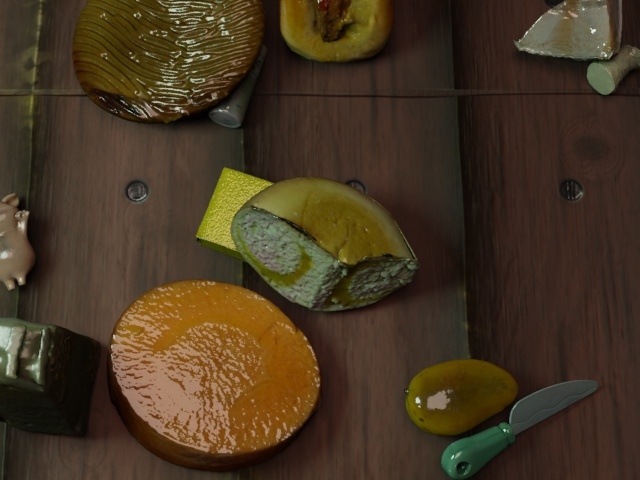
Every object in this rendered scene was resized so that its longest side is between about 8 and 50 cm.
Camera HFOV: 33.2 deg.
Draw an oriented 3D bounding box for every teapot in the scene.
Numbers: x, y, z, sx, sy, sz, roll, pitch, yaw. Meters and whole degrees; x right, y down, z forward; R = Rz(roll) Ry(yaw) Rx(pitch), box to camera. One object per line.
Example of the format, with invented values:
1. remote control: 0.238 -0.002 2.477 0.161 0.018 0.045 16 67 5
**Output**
1. teapot: 0.464 -0.274 1.690 0.083 0.057 0.067 -34 46 -16

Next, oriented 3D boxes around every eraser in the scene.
1. eraser: -0.120 -0.037 1.610 0.097 0.045 0.122 18 74 6

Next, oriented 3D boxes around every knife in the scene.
1. knife: 0.281 0.252 1.512 0.260 0.034 0.063 -30 118 -12

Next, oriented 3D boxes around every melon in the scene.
1. melon: 0.409 -0.330 1.669 0.202 0.093 0.140 -28 59 -5

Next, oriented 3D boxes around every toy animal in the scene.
1. toy animal: -0.469 0.002 1.584 0.083 0.089 0.150 -12 68 -26

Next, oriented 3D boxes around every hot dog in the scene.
1. hot dog: 0.025 -0.494 1.670 0.185 0.223 0.406 -1 72 -4

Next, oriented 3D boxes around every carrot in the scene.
1. carrot: -0.149 0.192 1.517 0.307 0.100 0.259 16 71 -3

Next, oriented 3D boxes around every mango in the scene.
1. mango: 0.198 0.218 1.511 0.160 0.076 0.103 -13 65 -7

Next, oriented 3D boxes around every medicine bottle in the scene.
1. medicine bottle: -0.119 -0.275 1.682 0.057 0.058 0.199 16 71 5

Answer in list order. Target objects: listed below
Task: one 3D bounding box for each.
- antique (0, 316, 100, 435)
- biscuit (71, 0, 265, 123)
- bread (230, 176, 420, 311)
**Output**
1. antique: -0.384 0.165 1.416 0.125 0.284 0.150 5 73 2
2. biscuit: -0.240 -0.325 1.675 0.317 0.040 0.318 -4 67 10
3. bread: 0.013 0.001 1.552 0.260 0.158 0.156 34 50 2
